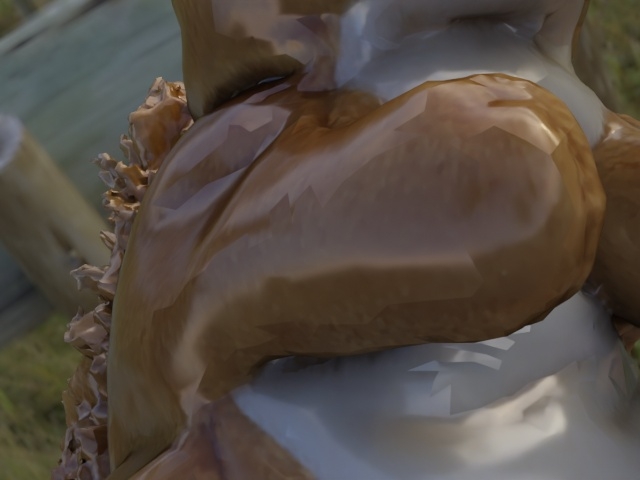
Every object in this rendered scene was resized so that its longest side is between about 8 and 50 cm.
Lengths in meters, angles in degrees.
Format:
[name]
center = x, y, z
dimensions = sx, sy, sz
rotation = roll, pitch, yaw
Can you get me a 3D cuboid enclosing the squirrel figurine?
[squirrel figurine]
center = 0.000, 0.000, 0.617
dimensions = 0.281, 0.370, 0.397
rotation = -8, -6, -25
